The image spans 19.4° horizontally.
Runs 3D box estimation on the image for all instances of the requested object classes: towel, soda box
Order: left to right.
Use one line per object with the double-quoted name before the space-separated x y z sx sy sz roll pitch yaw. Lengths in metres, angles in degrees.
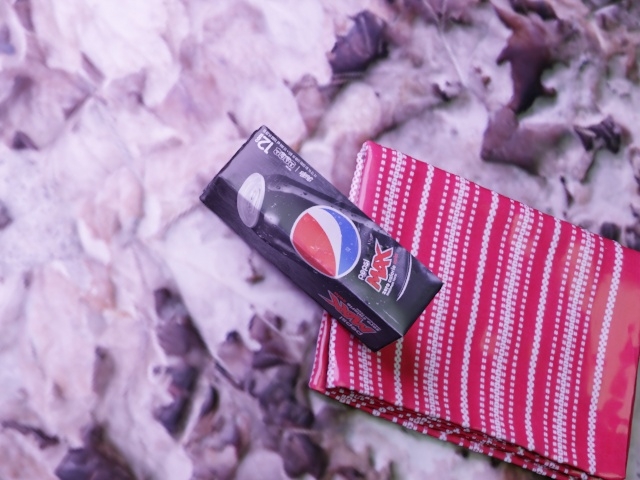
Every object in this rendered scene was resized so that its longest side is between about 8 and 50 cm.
"soda box" 0.000 0.000 1.295 0.169 0.060 0.053 41 66 -4
"towel" 0.129 0.059 1.397 0.275 0.031 0.198 21 70 -26
